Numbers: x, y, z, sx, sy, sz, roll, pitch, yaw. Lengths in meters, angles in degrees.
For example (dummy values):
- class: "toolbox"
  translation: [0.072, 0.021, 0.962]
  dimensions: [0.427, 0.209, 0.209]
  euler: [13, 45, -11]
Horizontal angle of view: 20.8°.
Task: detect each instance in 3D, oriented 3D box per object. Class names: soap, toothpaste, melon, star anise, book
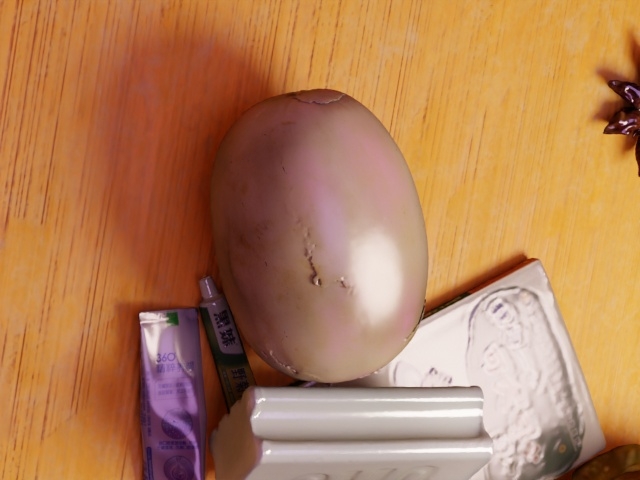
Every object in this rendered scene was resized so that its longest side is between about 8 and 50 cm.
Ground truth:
- class: "soap"
  translation: [0.030, 0.220, 1.855]
  dimensions: [0.265, 0.160, 0.088]
  euler: [2, 64, -22]
- class: "toothpaste"
  translation: [-0.097, 0.132, 1.895]
  dimensions: [0.049, 0.031, 0.204]
  euler: [-19, 108, -9]
- class: "toothpaste"
  translation: [-0.160, 0.222, 1.874]
  dimensions: [0.075, 0.048, 0.301]
  euler: [-1, 97, -13]
- class: "melon"
  translation: [0.000, 0.000, 1.810]
  dimensions: [0.223, 0.223, 0.317]
  euler: [-15, 104, -21]
- class: "star anise"
  translation: [0.403, -0.156, 2.063]
  dimensions: [0.167, 0.057, 0.168]
  euler: [0, 89, -27]
- class: "book"
  translation: [0.140, 0.213, 2.011]
  dimensions: [0.371, 0.043, 0.260]
  euler: [-27, 108, -18]

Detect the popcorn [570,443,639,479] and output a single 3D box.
- class: "popcorn"
  translation: [0.370, 0.342, 2.046]
  dimensions: [0.251, 0.206, 0.237]
  euler: [20, 126, -15]
